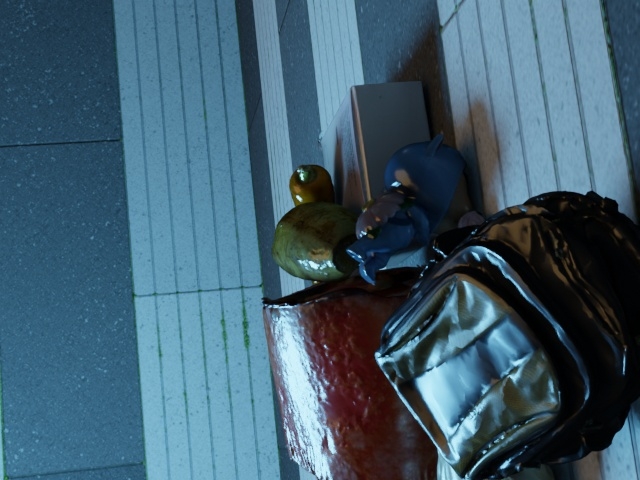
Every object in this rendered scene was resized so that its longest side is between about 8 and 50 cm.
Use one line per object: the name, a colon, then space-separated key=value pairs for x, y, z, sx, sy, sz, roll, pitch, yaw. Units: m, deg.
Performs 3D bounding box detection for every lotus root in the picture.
lotus root: x=0.000 y=0.000 z=1.261 sx=0.097 sy=0.110 sz=0.258 roll=48 pitch=170 yaw=-11

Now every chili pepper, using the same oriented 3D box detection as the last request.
chili pepper: x=0.044 y=0.191 z=1.274 sx=0.229 sy=0.252 sz=0.305 roll=-11 pitch=-81 yaw=-62

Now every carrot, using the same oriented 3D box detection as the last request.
carrot: x=-0.002 y=-0.011 z=1.423 sx=0.061 sy=0.061 sz=0.256 roll=-105 pitch=4 yaw=-47

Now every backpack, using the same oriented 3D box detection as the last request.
backpack: x=0.165 y=0.068 z=0.777 sx=0.206 sy=0.133 sz=0.258 roll=50 pitch=146 yaw=12

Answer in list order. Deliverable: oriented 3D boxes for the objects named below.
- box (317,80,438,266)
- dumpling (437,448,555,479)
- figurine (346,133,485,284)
box: x=0.074 y=-0.079 z=1.362 sx=0.251 sy=0.106 sz=0.203 roll=126 pitch=138 yaw=-76
dumpling: x=0.172 y=0.231 z=0.954 sx=0.199 sy=0.118 sz=0.136 roll=60 pitch=160 yaw=-15
figurine: x=0.114 y=-0.023 z=1.125 sx=0.144 sy=0.178 sz=0.114 roll=36 pitch=164 yaw=17
